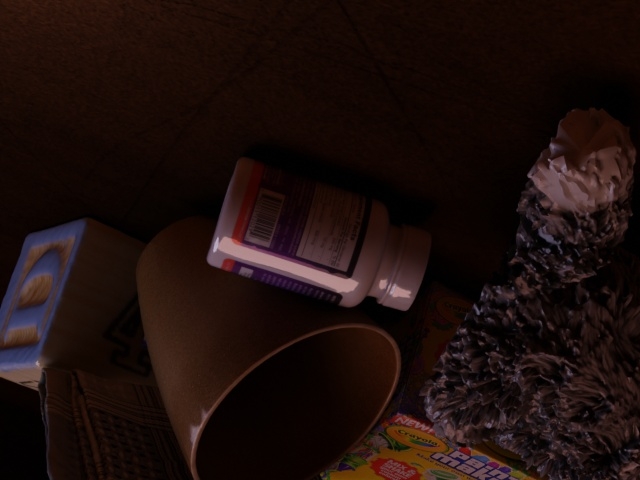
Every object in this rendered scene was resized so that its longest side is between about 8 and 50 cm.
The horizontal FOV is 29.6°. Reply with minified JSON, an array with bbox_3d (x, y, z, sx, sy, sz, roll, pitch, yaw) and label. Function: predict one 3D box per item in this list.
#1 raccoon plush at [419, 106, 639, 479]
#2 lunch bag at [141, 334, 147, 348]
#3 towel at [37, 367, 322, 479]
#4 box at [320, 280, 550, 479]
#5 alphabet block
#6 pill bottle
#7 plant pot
[{"bbox_3d":[0.255,0.126,0.966,0.299,0.216,0.446,36,166,17],"label":"raccoon plush"},{"bbox_3d":[-0.125,0.086,1.443,0.151,0.129,0.096,13,161,4],"label":"lunch bag"},{"bbox_3d":[-0.139,0.238,1.294,0.324,0.056,0.312,14,-160,-23],"label":"towel"},{"bbox_3d":[0.171,0.229,1.411,0.290,0.177,0.279,27,145,-11],"label":"box"},{"bbox_3d":[-0.276,0.103,1.515,0.197,0.193,0.192,27,160,-31],"label":"alphabet block"},{"bbox_3d":[0.000,0.000,1.130,0.193,0.108,0.108,18,161,-6],"label":"pill bottle"},{"bbox_3d":[-0.083,0.094,1.251,0.254,0.237,0.237,51,-175,37],"label":"plant pot"}]
